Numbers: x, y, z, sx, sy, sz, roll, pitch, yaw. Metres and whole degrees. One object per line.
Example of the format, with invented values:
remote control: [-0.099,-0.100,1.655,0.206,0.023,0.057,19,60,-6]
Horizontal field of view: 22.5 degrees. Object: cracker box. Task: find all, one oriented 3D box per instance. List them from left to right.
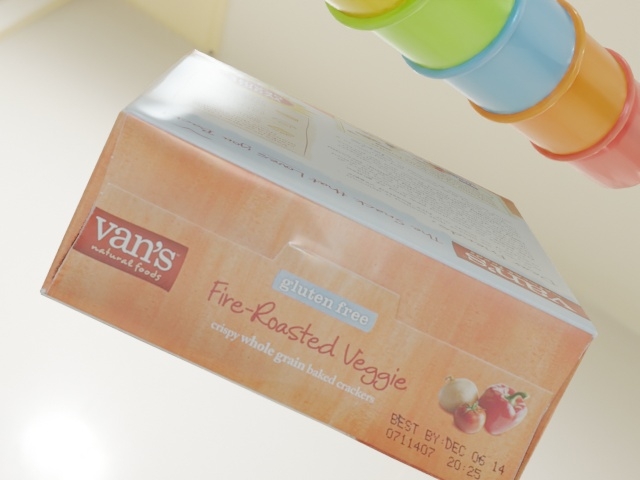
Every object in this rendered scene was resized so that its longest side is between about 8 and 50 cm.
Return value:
cracker box: [0.000,0.000,0.580,0.156,0.232,0.067,26,-80,-4]

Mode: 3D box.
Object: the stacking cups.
stacking cups: [0.087,-0.112,0.885,0.096,0.096,0.316,-7,-27,37]
